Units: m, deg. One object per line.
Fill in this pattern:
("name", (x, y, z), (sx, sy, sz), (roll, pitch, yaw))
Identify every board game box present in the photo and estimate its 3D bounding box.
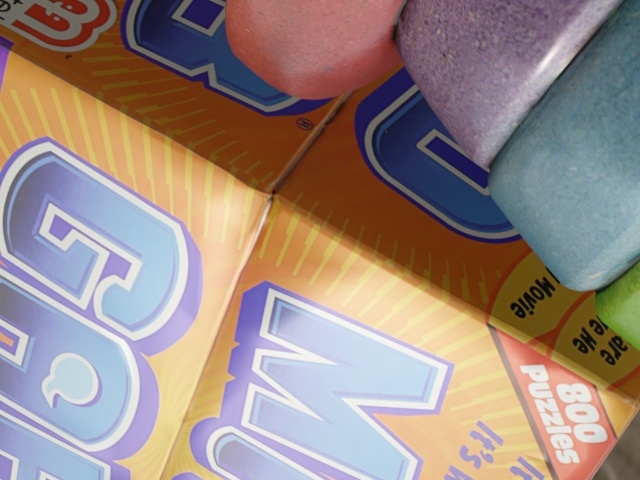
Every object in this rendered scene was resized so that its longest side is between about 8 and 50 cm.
("board game box", (0.000, 0.000, 0.962), (0.356, 0.356, 0.356), (-54, 171, -46))

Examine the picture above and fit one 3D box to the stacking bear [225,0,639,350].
("stacking bear", (0.138, -0.014, 0.357), (0.175, 0.289, 0.164), (-48, 175, 4))
